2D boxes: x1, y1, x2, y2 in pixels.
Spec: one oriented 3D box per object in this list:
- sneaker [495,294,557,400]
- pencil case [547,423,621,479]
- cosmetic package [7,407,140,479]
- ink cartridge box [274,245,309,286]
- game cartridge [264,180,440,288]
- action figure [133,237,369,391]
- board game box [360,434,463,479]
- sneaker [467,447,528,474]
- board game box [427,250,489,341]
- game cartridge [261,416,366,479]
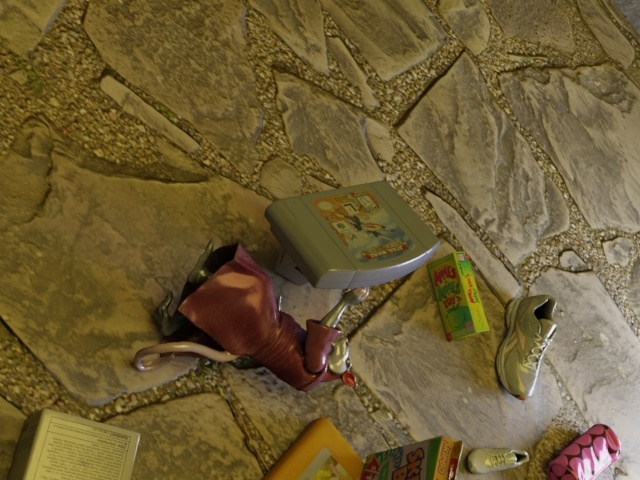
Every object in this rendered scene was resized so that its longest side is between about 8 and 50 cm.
[{"bbox_3d":[0.479,0.233,1.867,0.099,0.121,0.262,26,57,-23],"label":"sneaker"},{"bbox_3d":[0.604,0.500,1.860,0.209,0.095,0.098,-25,51,-38],"label":"pencil case"},{"bbox_3d":[-0.382,0.418,1.183,0.160,0.113,0.309,24,59,-25],"label":"cosmetic package"},{"bbox_3d":[0.000,0.000,1.595,0.072,0.175,0.127,32,55,-24],"label":"ink cartridge box"},{"bbox_3d":[0.069,-0.010,1.451,0.297,0.062,0.198,-14,50,-40],"label":"game cartridge"},{"bbox_3d":[-0.085,0.170,1.414,0.370,0.248,0.275,36,55,-14],"label":"action figure"},{"bbox_3d":[0.144,0.411,1.398,0.039,0.259,0.124,32,56,-19],"label":"board game box"},{"bbox_3d":[0.376,0.461,1.735,0.152,0.061,0.053,0,72,-34],"label":"sneaker"},{"bbox_3d":[0.302,0.124,1.807,0.043,0.092,0.181,-4,73,-35],"label":"board game box"},{"bbox_3d":[-0.006,0.523,1.443,0.285,0.053,0.324,51,49,-6],"label":"game cartridge"}]
